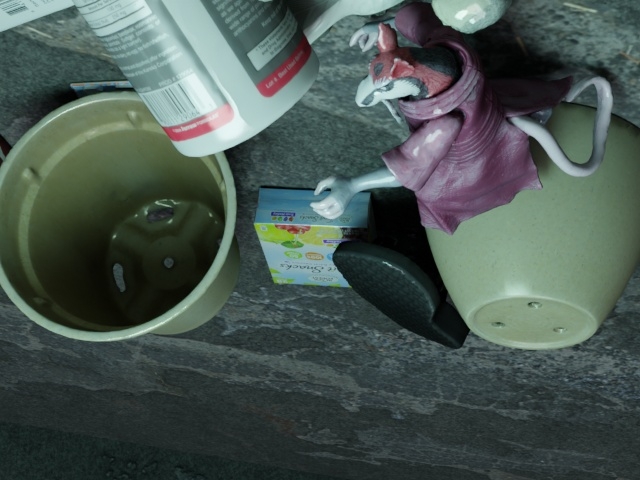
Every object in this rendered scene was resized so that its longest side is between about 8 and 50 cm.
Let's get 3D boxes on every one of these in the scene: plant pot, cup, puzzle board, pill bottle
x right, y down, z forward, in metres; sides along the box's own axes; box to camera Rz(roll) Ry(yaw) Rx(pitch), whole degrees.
[{"bbox_3d":[-0.249,-0.001,1.512,0.333,0.334,0.305,3,167,9],"label":"plant pot"},{"bbox_3d":[0.283,0.005,1.424,0.331,0.237,0.331,7,152,4],"label":"cup"},{"bbox_3d":[-0.265,-0.185,1.459,0.128,0.011,0.096,-1,151,16],"label":"puzzle board"},{"bbox_3d":[-0.151,-0.255,1.043,0.176,0.176,0.319,-14,120,36],"label":"pill bottle"}]

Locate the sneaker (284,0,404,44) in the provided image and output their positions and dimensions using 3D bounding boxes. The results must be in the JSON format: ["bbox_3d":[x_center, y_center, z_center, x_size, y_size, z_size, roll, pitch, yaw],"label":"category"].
[{"bbox_3d":[-0.013,-0.275,1.147,0.271,0.100,0.108,-22,130,35],"label":"sneaker"}]

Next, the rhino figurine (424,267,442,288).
[{"bbox_3d":[0.259,0.073,1.732,0.243,0.073,0.106,13,155,-4],"label":"rhino figurine"}]

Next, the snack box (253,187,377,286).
[{"bbox_3d":[0.000,0.000,1.670,0.174,0.070,0.207,2,153,10],"label":"snack box"}]

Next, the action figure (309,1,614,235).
[{"bbox_3d":[0.152,-0.124,1.154,0.275,0.248,0.370,2,167,22],"label":"action figure"}]

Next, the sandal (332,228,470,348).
[{"bbox_3d":[0.134,0.057,1.617,0.167,0.107,0.446,22,170,21],"label":"sandal"}]

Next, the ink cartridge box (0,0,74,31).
[{"bbox_3d":[-0.398,-0.322,1.119,0.289,0.122,0.211,-9,147,31],"label":"ink cartridge box"}]

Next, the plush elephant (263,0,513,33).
[{"bbox_3d":[0.001,-0.314,0.891,0.255,0.272,0.330,-15,118,14],"label":"plush elephant"}]

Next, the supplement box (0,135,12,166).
[{"bbox_3d":[-0.566,-0.087,1.601,0.194,0.129,0.191,0,151,16],"label":"supplement box"}]
